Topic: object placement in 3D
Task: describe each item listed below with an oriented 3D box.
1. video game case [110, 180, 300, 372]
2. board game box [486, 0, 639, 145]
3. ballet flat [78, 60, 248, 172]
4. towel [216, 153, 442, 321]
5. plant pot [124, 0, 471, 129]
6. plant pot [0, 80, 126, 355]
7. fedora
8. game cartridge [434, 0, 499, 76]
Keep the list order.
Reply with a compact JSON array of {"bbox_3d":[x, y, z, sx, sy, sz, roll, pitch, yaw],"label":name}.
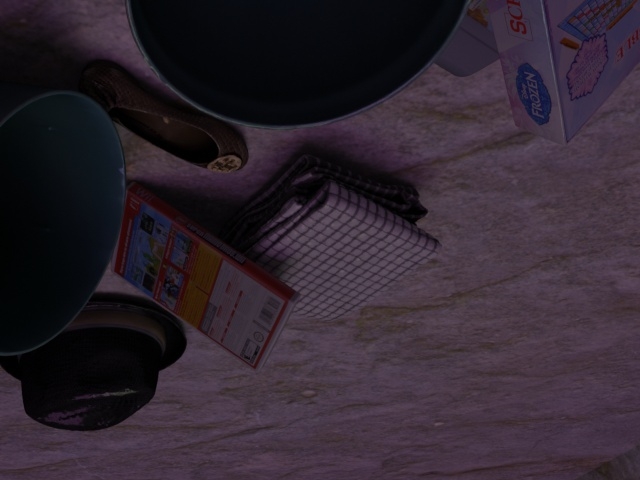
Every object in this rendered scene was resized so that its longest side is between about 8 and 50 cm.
[{"bbox_3d":[-0.177,0.060,1.119,0.285,0.025,0.204,34,139,6],"label":"video game case"},{"bbox_3d":[0.262,-0.301,0.662,0.319,0.066,0.318,-46,139,-14],"label":"board game box"},{"bbox_3d":[-0.190,-0.138,0.958,0.084,0.058,0.249,-31,139,29],"label":"ballet flat"},{"bbox_3d":[0.000,0.000,1.144,0.235,0.121,0.283,21,136,-32],"label":"towel"},{"bbox_3d":[-0.029,-0.274,0.686,0.293,0.196,0.293,-9,144,-7],"label":"plant pot"},{"bbox_3d":[-0.398,-0.048,0.853,0.235,0.293,0.293,16,147,15],"label":"plant pot"},{"bbox_3d":[-0.401,0.239,1.348,0.333,0.153,0.334,-6,145,-4],"label":"fedora"},{"bbox_3d":[0.200,-0.307,0.821,0.198,0.062,0.297,23,133,-31],"label":"game cartridge"}]
